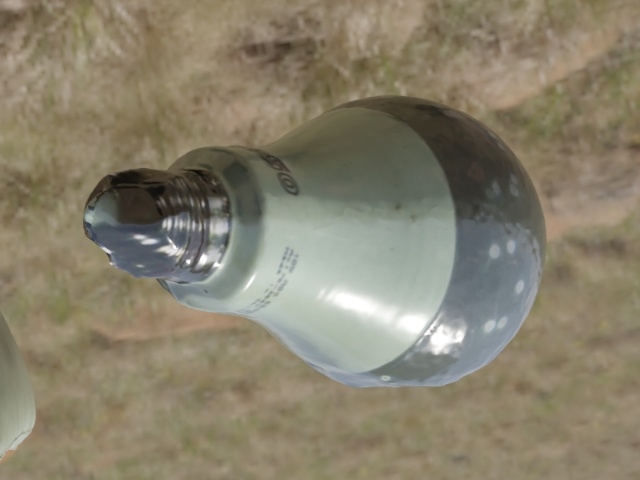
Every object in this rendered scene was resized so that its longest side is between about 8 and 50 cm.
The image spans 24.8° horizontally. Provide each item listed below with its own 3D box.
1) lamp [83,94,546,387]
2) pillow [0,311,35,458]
[{"bbox_3d":[0.018,0.003,0.823,0.182,0.182,0.314,-17,174,23],"label":"lamp"},{"bbox_3d":[-0.351,0.091,1.325,0.120,0.255,0.322,-28,-179,-5],"label":"pillow"}]
